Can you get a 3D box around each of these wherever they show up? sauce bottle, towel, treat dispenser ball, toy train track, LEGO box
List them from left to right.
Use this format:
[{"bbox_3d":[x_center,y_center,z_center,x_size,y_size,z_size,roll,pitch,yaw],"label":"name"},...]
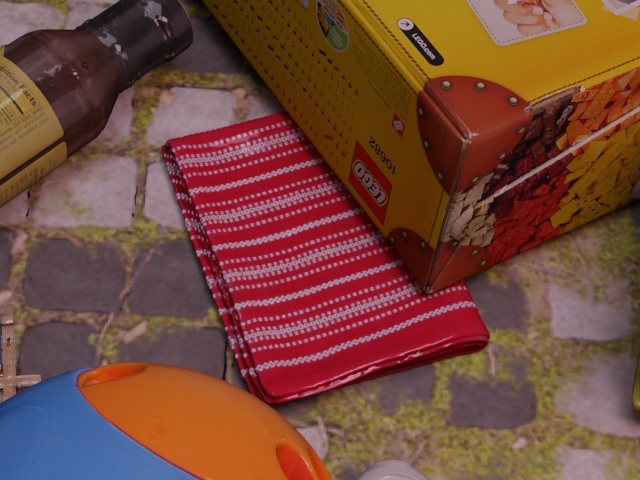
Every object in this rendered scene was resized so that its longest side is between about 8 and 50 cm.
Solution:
[{"bbox_3d":[-0.241,0.092,1.278,0.048,0.014,0.083,-5,55,-7],"label":"toy train track"},{"bbox_3d":[-0.251,-0.098,1.354,0.344,0.111,0.111,-37,65,-27],"label":"sauce bottle"},{"bbox_3d":[-0.117,0.219,1.030,0.288,0.288,0.288,2,55,-2],"label":"treat dispenser ball"},{"bbox_3d":[0.000,0.000,1.346,0.199,0.031,0.275,-15,57,-14],"label":"towel"},{"bbox_3d":[0.117,-0.253,1.413,0.372,0.193,0.500,-23,60,-23],"label":"LEGO box"}]

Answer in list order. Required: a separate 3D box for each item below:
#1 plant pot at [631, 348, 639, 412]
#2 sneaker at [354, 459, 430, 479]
[{"bbox_3d":[0.357,0.037,1.233,0.227,0.207,0.228,15,55,6],"label":"plant pot"},{"bbox_3d":[0.070,0.276,1.082,0.114,0.152,0.305,7,56,-14],"label":"sneaker"}]
